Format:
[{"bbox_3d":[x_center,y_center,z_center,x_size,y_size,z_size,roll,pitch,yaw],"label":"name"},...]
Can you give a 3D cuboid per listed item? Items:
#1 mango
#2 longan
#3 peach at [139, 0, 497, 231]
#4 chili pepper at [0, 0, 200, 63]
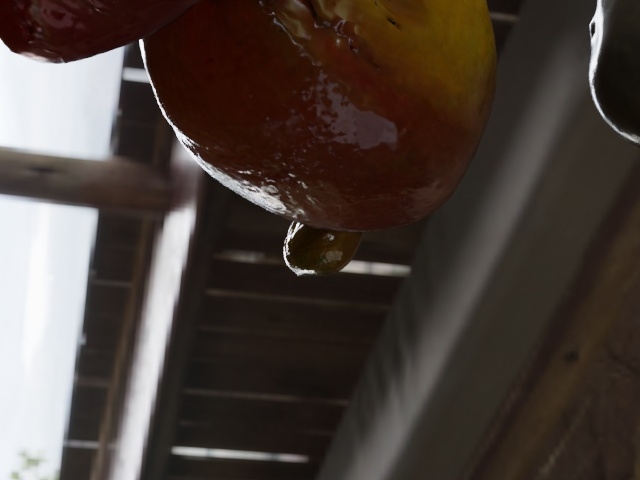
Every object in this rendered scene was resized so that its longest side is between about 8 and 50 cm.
[{"bbox_3d":[0.000,0.000,1.470,0.114,0.057,0.079,-34,45,55],"label":"mango"},{"bbox_3d":[0.363,-0.190,1.467,0.196,0.196,0.220,120,155,-64],"label":"longan"},{"bbox_3d":[-0.003,-0.173,1.277,0.372,0.290,0.373,-24,-90,-82],"label":"peach"},{"bbox_3d":[-0.123,-0.161,0.760,0.338,0.134,0.131,-33,59,26],"label":"chili pepper"}]
